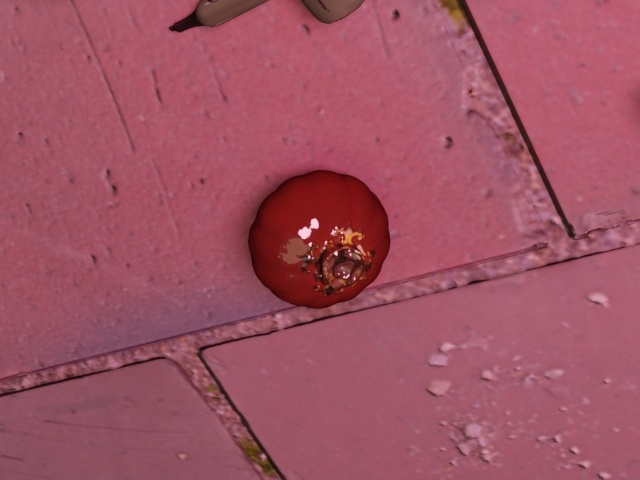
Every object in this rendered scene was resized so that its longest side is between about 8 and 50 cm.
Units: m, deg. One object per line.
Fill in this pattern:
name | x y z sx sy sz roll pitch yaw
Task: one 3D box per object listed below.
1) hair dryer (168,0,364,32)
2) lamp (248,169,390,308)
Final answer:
hair dryer | -0.042 -0.156 0.745 0.150 0.047 0.071 -19 121 36
lamp | 0.000 0.000 0.822 0.101 0.090 0.101 -12 125 -18
